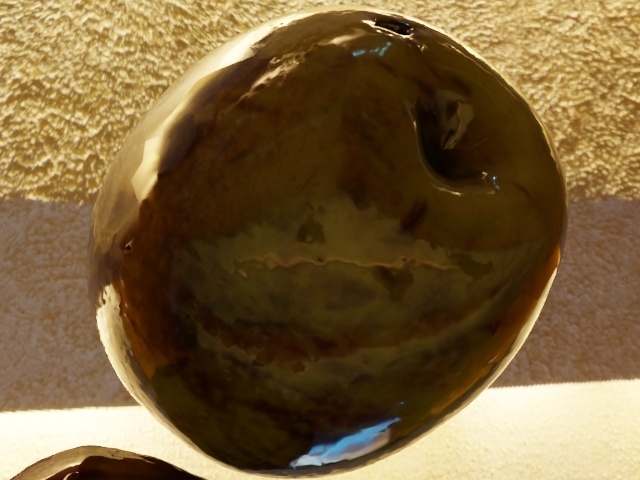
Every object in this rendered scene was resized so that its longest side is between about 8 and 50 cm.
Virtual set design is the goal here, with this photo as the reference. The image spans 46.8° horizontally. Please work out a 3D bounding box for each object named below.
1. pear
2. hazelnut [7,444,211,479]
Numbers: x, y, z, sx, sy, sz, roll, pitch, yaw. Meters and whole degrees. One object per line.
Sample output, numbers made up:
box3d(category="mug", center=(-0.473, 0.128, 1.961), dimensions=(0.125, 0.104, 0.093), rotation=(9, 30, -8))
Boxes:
box3d(category="pear", center=(0.000, 0.000, 0.441), dimensions=(0.284, 0.283, 0.283), rotation=(-5, -68, -12))
box3d(category="hazelnut", center=(-0.097, 0.203, 0.373), dimensions=(0.204, 0.178, 0.178), rotation=(44, -84, -3))
